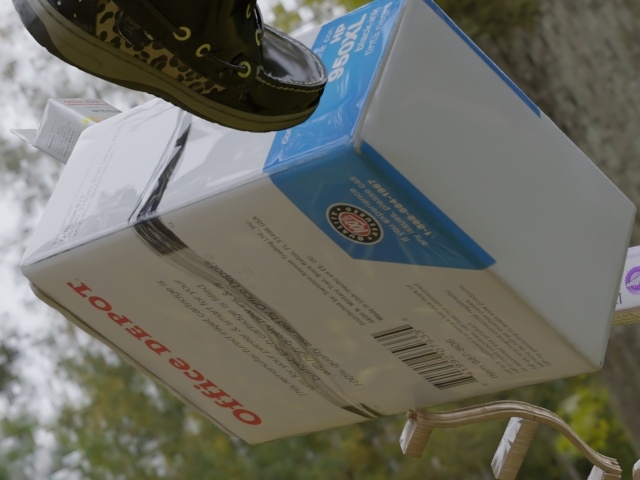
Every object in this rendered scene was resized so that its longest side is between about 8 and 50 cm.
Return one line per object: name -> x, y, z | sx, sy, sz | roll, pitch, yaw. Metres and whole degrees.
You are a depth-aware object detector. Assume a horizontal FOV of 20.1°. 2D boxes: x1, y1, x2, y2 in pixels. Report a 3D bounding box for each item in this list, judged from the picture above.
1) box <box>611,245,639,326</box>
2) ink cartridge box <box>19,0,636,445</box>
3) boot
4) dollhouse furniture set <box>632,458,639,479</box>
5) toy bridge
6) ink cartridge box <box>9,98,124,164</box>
box -> 0.212, 0.067, 1.841 | 0.324, 0.067, 0.063 | -13, -19, 34
ink cartridge box -> 0.000, 0.000, 1.432 | 0.395, 0.166, 0.285 | -18, -48, 43
boot -> -0.044, -0.163, 1.071 | 0.236, 0.085, 0.178 | 14, -55, -46
dollhouse furniture set -> 0.311, 0.316, 1.622 | 0.362, 0.256, 0.394 | -37, 18, -32
toy bridge -> 0.156, 0.161, 1.449 | 0.188, 0.026, 0.063 | 16, -69, -14
ink cartridge box -> -0.251, -0.114, 2.058 | 0.104, 0.181, 0.062 | -8, -57, -63
